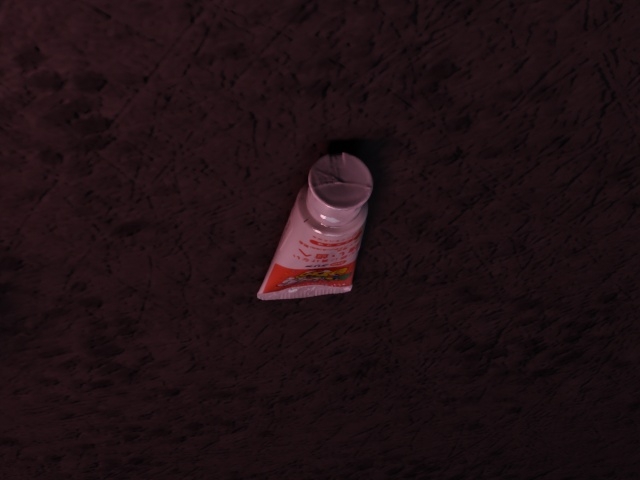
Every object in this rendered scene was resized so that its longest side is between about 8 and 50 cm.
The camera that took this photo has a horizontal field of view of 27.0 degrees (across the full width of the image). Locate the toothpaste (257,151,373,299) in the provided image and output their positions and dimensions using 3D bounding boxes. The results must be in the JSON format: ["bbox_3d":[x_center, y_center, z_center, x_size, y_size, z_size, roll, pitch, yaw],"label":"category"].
[{"bbox_3d":[0.000,0.000,1.136,0.089,0.057,0.234,-4,157,-10],"label":"toothpaste"}]
